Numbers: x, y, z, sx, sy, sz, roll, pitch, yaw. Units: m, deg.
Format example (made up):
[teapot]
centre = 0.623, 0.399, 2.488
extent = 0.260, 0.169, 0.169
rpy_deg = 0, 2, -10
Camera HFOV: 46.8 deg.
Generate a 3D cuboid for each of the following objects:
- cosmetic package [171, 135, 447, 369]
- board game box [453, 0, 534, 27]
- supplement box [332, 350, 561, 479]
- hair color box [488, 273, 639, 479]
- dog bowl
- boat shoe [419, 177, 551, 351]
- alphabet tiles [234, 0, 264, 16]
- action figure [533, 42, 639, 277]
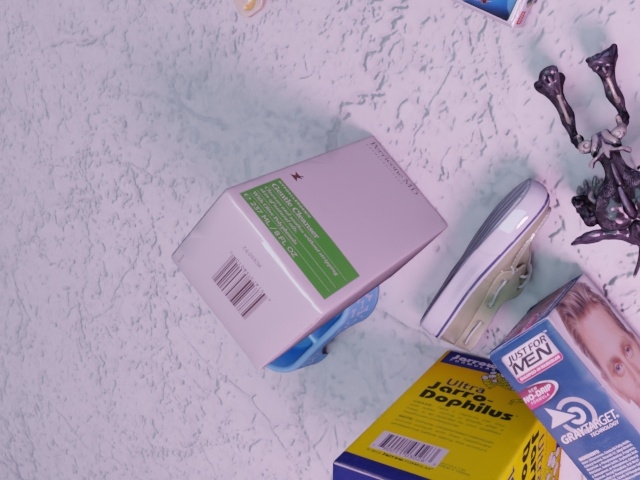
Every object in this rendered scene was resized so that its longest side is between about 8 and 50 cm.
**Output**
[cosmetic package]
centre = 0.000, 0.000, 1.030
extent = 0.197, 0.366, 0.155
rpy_deg = 50, 127, 7
[board game box]
centre = 0.167, -0.430, 0.968
extent = 0.305, 0.053, 0.192
rpy_deg = 33, 120, 21
[supplement box]
centre = 0.190, 0.322, 1.016
extent = 0.195, 0.357, 0.194
rpy_deg = 10, 111, 31
[hair color box]
centre = 0.388, 0.227, 0.942
extent = 0.347, 0.174, 0.105
rpy_deg = 51, 126, 8
[dog bowl]
centre = -0.028, 0.118, 1.271
extent = 0.166, 0.074, 0.297
rpy_deg = 49, 126, 10
[boat shoe]
centre = 0.249, 0.041, 1.056
extent = 0.094, 0.109, 0.302
rpy_deg = 31, 131, 4
[alphabet tiles]
centre = -0.123, -0.510, 1.156
extent = 0.284, 0.021, 0.277
rpy_deg = -22, 93, 36
[action figure]
centre = 0.366, -0.093, 0.899
extent = 0.164, 0.141, 0.275
rpy_deg = -25, 75, 35
